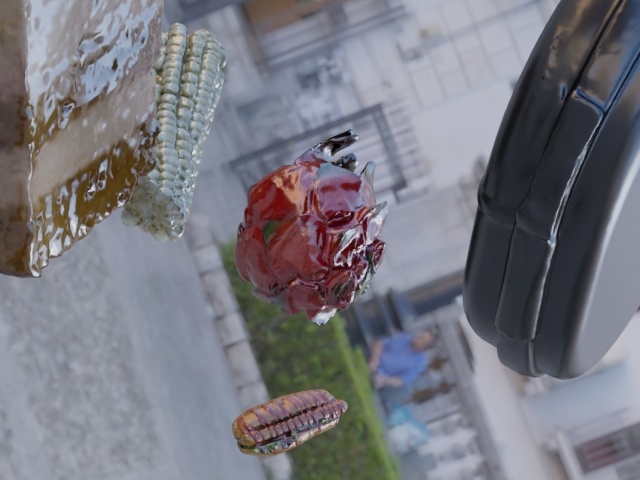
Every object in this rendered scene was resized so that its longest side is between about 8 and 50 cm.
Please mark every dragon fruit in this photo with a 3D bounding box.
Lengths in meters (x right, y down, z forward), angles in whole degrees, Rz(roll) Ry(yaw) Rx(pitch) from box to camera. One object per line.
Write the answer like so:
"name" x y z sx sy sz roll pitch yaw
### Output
"dragon fruit" -0.003 -0.006 1.046 0.121 0.130 0.142 62 -2 -18

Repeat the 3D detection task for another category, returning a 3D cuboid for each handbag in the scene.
"handbag" 0.178 -0.047 0.892 0.093 0.254 0.308 27 -39 21

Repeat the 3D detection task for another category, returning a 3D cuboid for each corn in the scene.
"corn" -0.133 -0.093 1.155 0.087 0.087 0.210 66 26 -44

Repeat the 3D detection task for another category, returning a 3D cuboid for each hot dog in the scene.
"hot dog" -0.034 0.207 1.600 0.038 0.144 0.062 -43 -114 57

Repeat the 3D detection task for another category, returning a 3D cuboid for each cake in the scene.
"cake" -0.216 -0.149 0.871 0.196 0.199 0.293 -47 149 -55
